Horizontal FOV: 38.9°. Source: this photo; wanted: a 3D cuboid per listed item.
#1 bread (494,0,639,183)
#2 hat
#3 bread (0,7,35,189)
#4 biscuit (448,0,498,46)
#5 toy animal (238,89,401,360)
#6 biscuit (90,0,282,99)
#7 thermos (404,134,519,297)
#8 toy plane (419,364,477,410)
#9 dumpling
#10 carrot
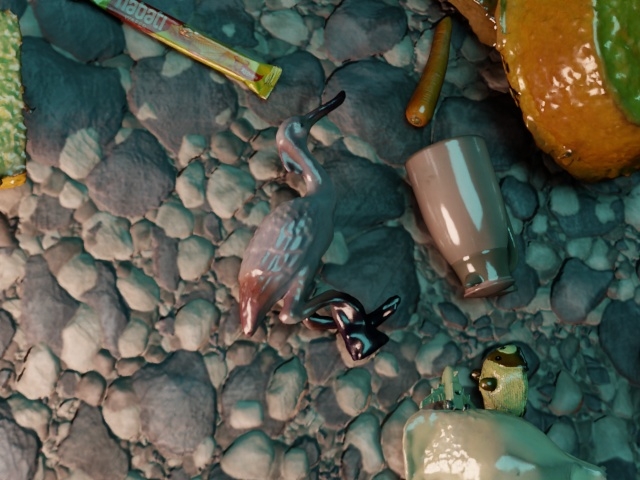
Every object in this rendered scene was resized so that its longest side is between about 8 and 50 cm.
[{"bbox_3d":[0.409,-0.250,1.176,0.358,0.204,0.336,-21,101,-29],"label":"bread"},{"bbox_3d":[0.209,0.165,1.060,0.059,0.077,0.076,-4,113,-2],"label":"hat"},{"bbox_3d":[-0.390,-0.141,1.004,0.143,0.139,0.228,-2,69,-17],"label":"bread"},{"bbox_3d":[0.311,-0.449,1.327,0.368,0.076,0.394,44,67,-6],"label":"biscuit"},{"bbox_3d":[-0.023,-0.009,1.067,0.195,0.090,0.324,-11,80,-24],"label":"toy animal"},{"bbox_3d":[-0.188,-0.266,1.168,0.292,0.026,0.048,27,84,-2],"label":"biscuit"},{"bbox_3d":[0.194,-0.023,1.129,0.137,0.105,0.193,-2,69,-48],"label":"thermos"},{"bbox_3d":[0.154,0.185,1.062,0.080,0.033,0.083,13,65,-21],"label":"toy plane"},{"bbox_3d":[0.188,0.273,0.998,0.216,0.126,0.166,20,92,-24],"label":"dumpling"},{"bbox_3d":[0.154,-0.233,1.236,0.037,0.037,0.190,22,61,-4],"label":"carrot"}]
